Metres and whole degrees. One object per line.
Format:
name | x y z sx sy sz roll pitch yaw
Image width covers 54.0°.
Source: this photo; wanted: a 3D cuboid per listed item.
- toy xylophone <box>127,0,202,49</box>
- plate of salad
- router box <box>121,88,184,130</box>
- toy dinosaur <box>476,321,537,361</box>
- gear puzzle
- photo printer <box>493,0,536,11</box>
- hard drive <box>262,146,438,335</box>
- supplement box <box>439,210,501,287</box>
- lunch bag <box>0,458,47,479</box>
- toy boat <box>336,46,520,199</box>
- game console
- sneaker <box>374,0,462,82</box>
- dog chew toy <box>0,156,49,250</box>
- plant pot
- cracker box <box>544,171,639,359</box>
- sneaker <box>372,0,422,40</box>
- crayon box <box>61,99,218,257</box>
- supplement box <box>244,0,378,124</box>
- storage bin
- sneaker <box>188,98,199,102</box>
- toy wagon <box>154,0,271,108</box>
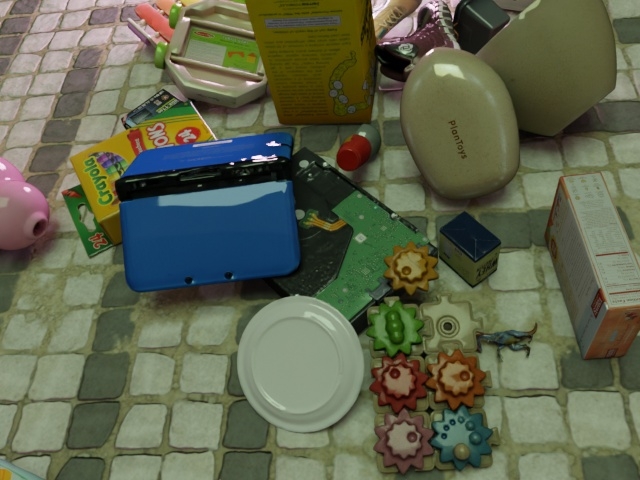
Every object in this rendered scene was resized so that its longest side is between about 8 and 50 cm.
toy xylophone | -0.319 -0.562 1.528 0.236 0.081 0.322 36 67 30
plate of salad | -0.030 0.183 0.937 0.199 0.048 0.200 -2 85 18
router box | -0.350 -0.262 1.344 0.092 0.038 0.122 35 67 28
toy dinosaur | 0.276 0.153 0.952 0.082 0.047 0.090 12 24 28
gear puzzle | 0.154 0.154 0.907 0.175 0.044 0.339 -4 67 4
photo printer | 0.453 -0.633 1.429 0.307 0.107 0.256 17 59 21
hard drive | 0.000 0.000 1.081 0.237 0.064 0.339 -40 57 -18
supplement box | 0.240 0.015 1.016 0.056 0.083 0.083 -34 56 -14
lunch bag | -0.423 0.424 0.794 0.223 0.160 0.262 16 65 21
toy boat | 0.182 -0.194 1.112 0.318 0.268 0.148 -10 21 24
game console | -0.183 -0.059 1.087 0.293 0.173 0.250 -6 26 3
sneaker | 0.187 -0.410 1.287 0.162 0.106 0.281 -2 43 -4
dog chew toy | -0.654 -0.083 1.181 0.331 0.207 0.207 23 61 14
plant pot | 0.411 -0.302 1.125 0.284 0.284 0.191 -37 85 -16
cracker box | 0.402 0.037 0.928 0.067 0.156 0.232 -6 55 5
sneaker | 0.146 -0.479 1.368 0.190 0.071 0.083 -19 56 46
crayon box | -0.346 -0.125 1.220 0.318 0.081 0.202 -30 56 -11
supplement box | -0.006 -0.415 1.197 0.195 0.357 0.194 2 55 12
storage bin | 0.327 -0.432 1.298 0.098 0.135 0.091 -34 66 -15
sneaker | -0.272 -0.350 1.395 0.057 0.047 0.119 -13 51 15
toy wagon | -0.201 -0.446 1.383 0.267 0.068 0.344 12 61 -6
